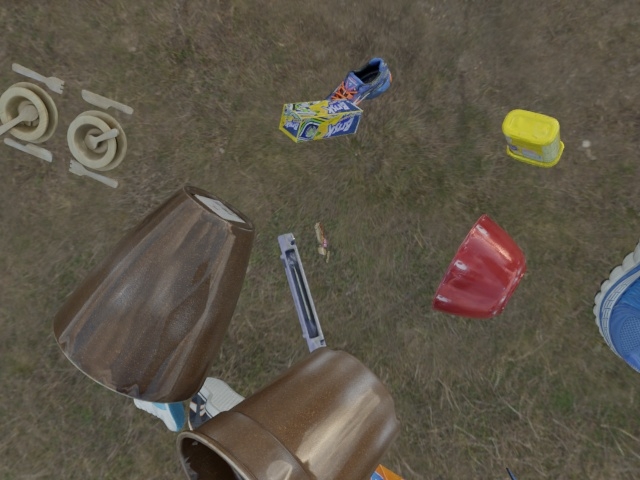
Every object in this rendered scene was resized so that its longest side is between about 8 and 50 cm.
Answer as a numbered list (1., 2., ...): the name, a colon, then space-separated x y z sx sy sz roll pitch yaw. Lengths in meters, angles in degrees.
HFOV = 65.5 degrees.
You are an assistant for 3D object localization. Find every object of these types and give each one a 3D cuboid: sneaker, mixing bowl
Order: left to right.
1. sneaker: -0.489 0.477 1.483 0.092 0.087 0.228 -41 73 0
2. sneaker: -0.266 0.466 1.314 0.126 0.321 0.127 14 86 -25
3. sneaker: 0.065 -0.336 1.122 0.221 0.087 0.083 -43 73 -6
4. mixing bowl: 0.267 0.058 0.805 0.098 0.181 0.181 30 101 22
5. sneaker: 0.399 0.064 0.528 0.130 0.147 0.330 -15 134 1

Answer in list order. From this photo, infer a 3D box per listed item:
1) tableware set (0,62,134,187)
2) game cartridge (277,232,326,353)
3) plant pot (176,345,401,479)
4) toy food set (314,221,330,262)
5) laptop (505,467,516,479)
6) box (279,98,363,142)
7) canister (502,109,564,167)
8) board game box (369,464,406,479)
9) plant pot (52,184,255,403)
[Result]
1. tableware set: -0.375 -0.160 0.712 0.194 0.039 0.128 22 112 1
2. game cartridge: -0.049 0.179 1.448 0.068 0.230 0.355 -15 70 -7
3. plant pot: -0.019 0.200 0.477 0.167 0.165 0.167 26 132 33
4. toy food set: 0.000 0.000 1.398 0.019 0.078 0.122 -9 117 13
5. laptop: 0.576 0.607 0.864 0.408 0.236 0.382 -33 95 41
6. box: 0.004 -0.240 0.986 0.059 0.169 0.054 43 133 29
7. canister: 0.499 -0.238 1.169 0.126 0.170 0.073 24 93 28
8. board game box: 0.071 0.792 1.198 0.356 0.356 0.356 -39 128 8
9. plant pot: -0.191 0.051 0.660 0.215 0.215 0.230 33 98 -2
